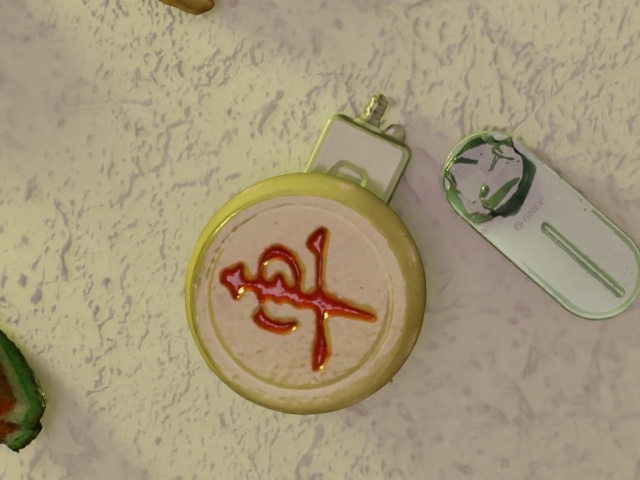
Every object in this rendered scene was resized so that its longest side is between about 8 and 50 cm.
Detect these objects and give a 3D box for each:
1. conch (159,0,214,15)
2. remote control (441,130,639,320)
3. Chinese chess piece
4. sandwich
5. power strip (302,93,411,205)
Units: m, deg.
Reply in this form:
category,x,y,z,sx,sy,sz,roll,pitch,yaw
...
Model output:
category,x,y,z,sx,sy,sz,roll,pitch,yaw
conch,-0.211,-0.341,1.608,0.158,0.127,0.255,-47,112,-18
remote control,0.233,-0.016,1.596,0.247,0.052,0.104,42,99,2
Chinese chess piece,-0.017,0.055,1.559,0.251,0.097,0.251,1,97,8
sandwich,-0.405,0.123,1.661,0.079,0.159,0.235,-46,68,15
power strip,0.000,0.000,1.629,0.098,0.058,0.338,26,99,5
